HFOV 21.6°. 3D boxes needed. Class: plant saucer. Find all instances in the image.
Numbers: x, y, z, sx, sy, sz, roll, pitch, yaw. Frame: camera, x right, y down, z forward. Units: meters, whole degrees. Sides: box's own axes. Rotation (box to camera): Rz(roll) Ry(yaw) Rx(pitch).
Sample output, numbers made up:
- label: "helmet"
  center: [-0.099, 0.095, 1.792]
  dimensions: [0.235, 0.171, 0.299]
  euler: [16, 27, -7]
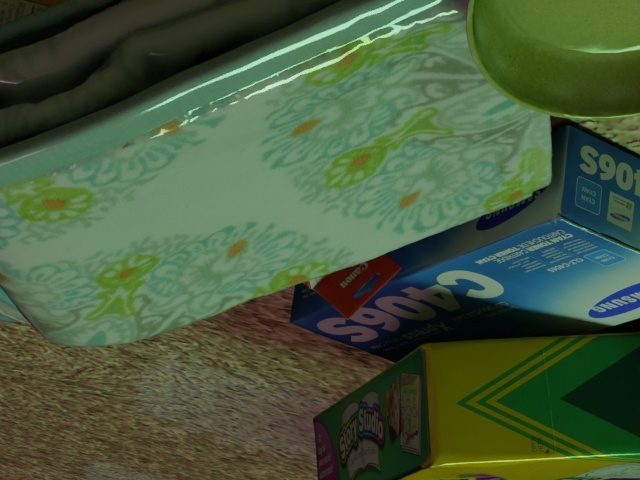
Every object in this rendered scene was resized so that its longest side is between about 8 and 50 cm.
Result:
- label: "plant saucer"
  center: [0.185, -0.151, 0.855]
  dimensions: [0.241, 0.037, 0.241]
  euler: [-11, 147, -7]

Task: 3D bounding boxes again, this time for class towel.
- label: "towel"
  center: [-0.032, -0.057, 1.009]
  dimensions: [0.374, 0.090, 0.320]
  euler: [-19, 155, -3]

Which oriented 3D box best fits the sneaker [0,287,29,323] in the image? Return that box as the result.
- label: "sneaker"
  center: [-0.367, -0.004, 1.411]
  dimensions: [0.208, 0.127, 0.319]
  euler: [-6, 151, 32]

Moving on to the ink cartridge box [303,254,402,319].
- label: "ink cartridge box"
  center: [0.000, 0.000, 1.273]
  dimensions: [0.115, 0.063, 0.029]
  euler: [41, 165, 22]

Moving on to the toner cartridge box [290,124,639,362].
- label: "toner cartridge box"
  center: [0.138, 0.021, 1.313]
  dimensions: [0.165, 0.075, 0.348]
  euler: [20, 155, -27]

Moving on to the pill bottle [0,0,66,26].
- label: "pill bottle"
  center: [-0.187, -0.149, 1.010]
  dimensions: [0.208, 0.118, 0.117]
  euler: [15, 156, -9]

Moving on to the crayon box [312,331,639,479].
- label: "crayon box"
  center: [0.186, 0.164, 1.445]
  dimensions: [0.313, 0.106, 0.363]
  euler: [-2, 166, -14]
